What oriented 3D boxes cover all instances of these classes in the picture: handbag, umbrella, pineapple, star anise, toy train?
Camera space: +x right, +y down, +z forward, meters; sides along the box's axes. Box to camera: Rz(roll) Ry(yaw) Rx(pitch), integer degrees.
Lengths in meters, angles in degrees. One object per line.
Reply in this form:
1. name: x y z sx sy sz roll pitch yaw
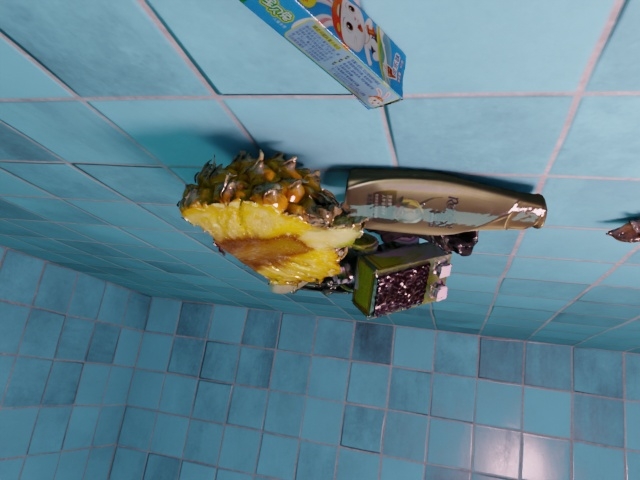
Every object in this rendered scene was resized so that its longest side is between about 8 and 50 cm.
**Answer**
1. handbag: 0.001 0.136 1.642 0.247 0.079 0.260 5 -178 15
2. umbrella: 0.187 -0.037 1.020 0.272 0.122 0.110 9 121 12
3. pineapple: -0.038 -0.073 0.908 0.286 0.209 0.344 -12 146 27
4. star anise: 0.627 -0.018 0.919 0.124 0.056 0.129 13 164 -13
5. toy train: 0.150 0.059 1.069 0.261 0.134 0.177 -10 -151 -27

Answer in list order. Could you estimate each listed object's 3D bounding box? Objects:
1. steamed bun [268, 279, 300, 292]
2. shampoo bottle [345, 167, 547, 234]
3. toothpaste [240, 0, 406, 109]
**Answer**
1. steamed bun: -0.082 0.060 1.412 0.152 0.170 0.239 -9 167 -11
2. shampoo bottle: 0.222 -0.065 0.902 0.350 0.084 0.125 6 133 9
3. toothpaste: -0.004 -0.227 0.503 0.050 0.065 0.266 -5 159 42
